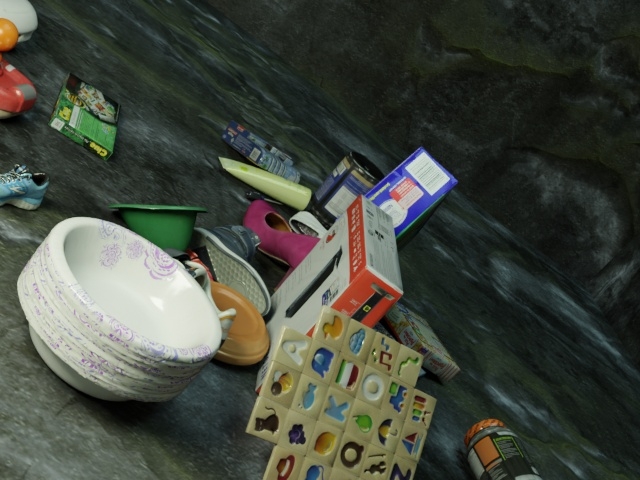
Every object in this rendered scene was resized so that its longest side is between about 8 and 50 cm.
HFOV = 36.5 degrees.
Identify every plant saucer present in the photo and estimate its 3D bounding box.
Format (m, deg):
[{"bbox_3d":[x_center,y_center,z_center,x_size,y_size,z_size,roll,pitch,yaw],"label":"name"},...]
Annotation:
[{"bbox_3d":[-0.172,0.134,1.688,0.200,0.037,0.200,29,25,-15],"label":"plant saucer"}]

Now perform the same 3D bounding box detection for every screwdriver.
[{"bbox_3d":[-0.130,-0.099,2.364,0.025,0.024,0.170,17,2,33],"label":"screwdriver"}]

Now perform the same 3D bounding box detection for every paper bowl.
[{"bbox_3d":[-0.292,0.111,1.369,0.284,0.148,0.284,35,20,-15],"label":"paper bowl"}]

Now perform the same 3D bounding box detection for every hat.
[{"bbox_3d":[-0.286,0.030,1.762,0.208,0.184,0.173,2,0,18],"label":"hat"}]

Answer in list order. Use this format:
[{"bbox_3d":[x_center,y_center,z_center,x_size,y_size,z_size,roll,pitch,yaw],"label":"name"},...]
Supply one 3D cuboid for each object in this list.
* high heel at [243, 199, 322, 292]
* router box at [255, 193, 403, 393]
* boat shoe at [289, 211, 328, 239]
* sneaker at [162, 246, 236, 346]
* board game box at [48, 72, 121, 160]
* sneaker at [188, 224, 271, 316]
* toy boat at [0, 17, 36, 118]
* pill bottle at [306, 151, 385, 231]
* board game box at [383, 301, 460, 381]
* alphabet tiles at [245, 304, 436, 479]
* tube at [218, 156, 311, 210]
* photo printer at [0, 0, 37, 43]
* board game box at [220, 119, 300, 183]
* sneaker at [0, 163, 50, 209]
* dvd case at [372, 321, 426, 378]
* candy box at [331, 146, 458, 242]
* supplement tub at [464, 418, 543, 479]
[{"bbox_3d":[-0.048,-0.013,2.076,0.127,0.181,0.377,26,24,-38],"label":"high heel"},{"bbox_3d":[0.014,0.105,1.745,0.082,0.301,0.335,36,18,-14],"label":"router box"},{"bbox_3d":[0.000,0.000,2.337,0.184,0.066,0.063,47,33,11],"label":"boat shoe"},{"bbox_3d":[-0.266,0.056,1.569,0.321,0.127,0.126,43,12,8],"label":"sneaker"},{"bbox_3d":[-0.486,-0.262,2.021,0.136,0.030,0.260,36,19,-22],"label":"board game box"},{"bbox_3d":[-0.145,0.052,1.888,0.226,0.086,0.163,46,22,18],"label":"sneaker"},{"bbox_3d":[-0.605,-0.340,1.765,0.231,0.151,0.151,40,18,-3],"label":"toy boat"},{"bbox_3d":[0.052,-0.105,2.421,0.122,0.219,0.123,36,19,-15],"label":"pill bottle"},{"bbox_3d":[0.227,0.226,2.250,0.146,0.045,0.193,34,14,-35],"label":"board game box"},{"bbox_3d":[0.043,0.276,1.542,0.342,0.285,0.011,29,-19,-32],"label":"alphabet tiles"},{"bbox_3d":[-0.138,-0.145,2.388,0.240,0.070,0.062,23,62,-19],"label":"tube"},{"bbox_3d":[-0.736,-0.512,1.966,0.307,0.107,0.256,44,19,10],"label":"photo printer"},{"bbox_3d":[-0.131,-0.215,2.509,0.194,0.060,0.194,27,8,-44],"label":"board game box"},{"bbox_3d":[-0.498,-0.097,1.548,0.063,0.073,0.162,48,20,19],"label":"sneaker"},{"bbox_3d":[0.119,0.242,2.083,0.180,0.022,0.253,46,19,18],"label":"dvd case"},{"bbox_3d":[0.127,-0.026,2.111,0.122,0.268,0.317,47,-22,6],"label":"candy box"},{"bbox_3d":[0.364,0.455,1.933,0.117,0.117,0.190,28,23,-33],"label":"supplement tub"}]
